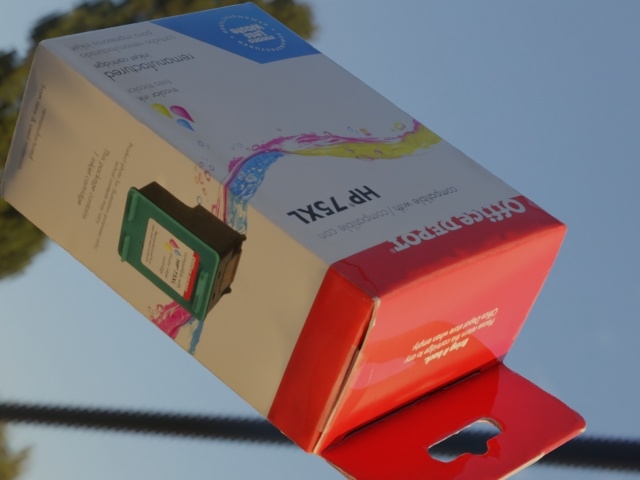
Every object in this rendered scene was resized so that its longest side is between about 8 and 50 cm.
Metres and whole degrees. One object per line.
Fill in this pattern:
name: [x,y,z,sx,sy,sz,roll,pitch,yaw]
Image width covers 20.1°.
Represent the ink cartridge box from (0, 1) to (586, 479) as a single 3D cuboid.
ink cartridge box: [0.000,0.000,0.722,0.231,0.134,0.078,37,-57,25]
